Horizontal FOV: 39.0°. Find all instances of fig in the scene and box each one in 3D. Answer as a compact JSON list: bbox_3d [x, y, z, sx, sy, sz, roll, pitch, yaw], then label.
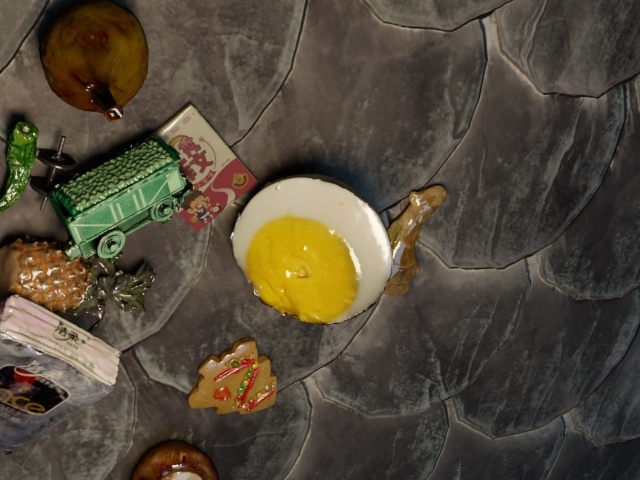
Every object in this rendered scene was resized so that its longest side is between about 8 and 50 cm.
[{"bbox_3d":[-0.374,-0.284,1.460,0.190,0.290,0.191,0,113,0],"label":"fig"}]

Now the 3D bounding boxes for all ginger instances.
[{"bbox_3d":[0.199,0.003,2.054,0.131,0.086,0.295,30,98,-15],"label":"ginger"}]

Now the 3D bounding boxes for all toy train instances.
[{"bbox_3d":[-0.364,-0.071,1.648,0.269,0.115,0.154,-31,138,-19],"label":"toy train"}]

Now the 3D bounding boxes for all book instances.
[{"bbox_3d":[-0.247,-0.138,1.766,0.162,0.022,0.232,-40,130,0],"label":"book"}]

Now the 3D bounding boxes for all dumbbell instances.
[{"bbox_3d":[-0.481,-0.120,1.625,0.069,0.069,0.147,10,114,-32],"label":"dumbbell"}]

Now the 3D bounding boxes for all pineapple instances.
[{"bbox_3d":[-0.459,0.088,1.726,0.310,0.141,0.170,11,89,-40],"label":"pineapple"}]

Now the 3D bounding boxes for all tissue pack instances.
[{"bbox_3d":[-0.579,0.257,1.685,0.361,0.122,0.259,-31,132,30],"label":"tissue pack"}]

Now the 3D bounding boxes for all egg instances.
[{"bbox_3d":[0.000,0.000,1.860,0.337,0.201,0.337,5,110,14],"label":"egg"}]

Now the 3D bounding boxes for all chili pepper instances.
[{"bbox_3d":[-0.536,-0.133,1.590,0.050,0.073,0.182,20,116,-10],"label":"chili pepper"}]

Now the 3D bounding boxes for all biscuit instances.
[{"bbox_3d":[-0.183,0.331,2.080,0.212,0.041,0.238,-49,128,4],"label":"biscuit"}]

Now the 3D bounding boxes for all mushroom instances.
[{"bbox_3d":[-0.338,0.550,2.085,0.194,0.138,0.231,4,129,-45],"label":"mushroom"}]
